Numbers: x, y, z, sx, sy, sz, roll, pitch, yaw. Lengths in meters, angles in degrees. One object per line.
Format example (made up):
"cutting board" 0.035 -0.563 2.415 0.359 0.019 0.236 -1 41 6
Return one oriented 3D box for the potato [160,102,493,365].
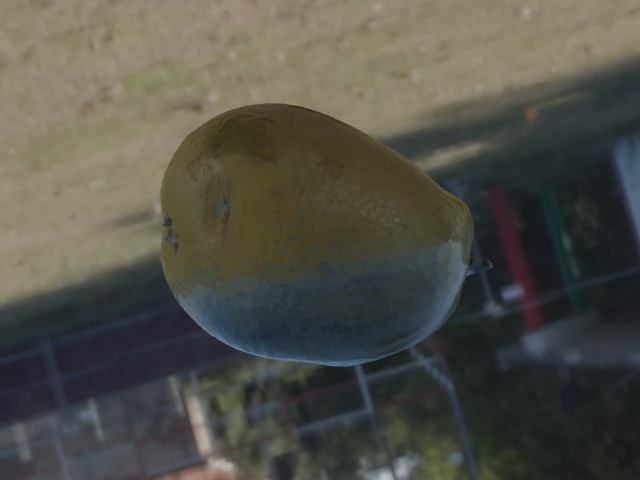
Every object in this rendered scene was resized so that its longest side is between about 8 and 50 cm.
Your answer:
"potato" 0.000 0.000 1.198 0.251 0.174 0.159 13 -149 19
